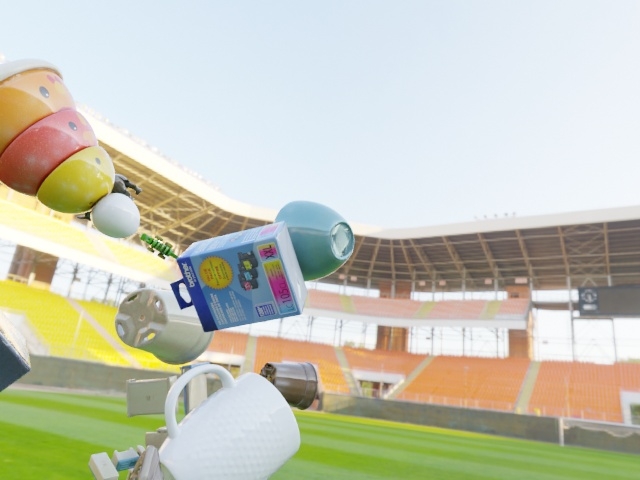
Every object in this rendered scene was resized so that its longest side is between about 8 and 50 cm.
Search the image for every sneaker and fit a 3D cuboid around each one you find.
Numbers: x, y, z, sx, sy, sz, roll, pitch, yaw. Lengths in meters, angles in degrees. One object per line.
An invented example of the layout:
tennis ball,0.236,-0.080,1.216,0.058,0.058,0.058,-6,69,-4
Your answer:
sneaker,-0.265,0.417,0.722,0.071,0.188,0.066,28,-61,-24

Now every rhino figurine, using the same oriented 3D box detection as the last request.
rhino figurine,-0.720,-0.136,1.547,0.243,0.073,0.106,-28,-55,16

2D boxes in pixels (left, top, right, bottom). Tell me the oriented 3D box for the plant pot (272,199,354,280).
plant pot,0.000,0.000,1.597,0.195,0.291,0.290,-1,-19,42

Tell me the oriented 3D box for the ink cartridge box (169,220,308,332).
ink cartridge box,-0.268,0.124,1.474,0.395,0.270,0.151,-12,18,14

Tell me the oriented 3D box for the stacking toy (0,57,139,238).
stacking toy,-0.667,-0.191,1.229,0.480,0.351,0.350,45,-29,-11

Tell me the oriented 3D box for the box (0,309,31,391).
box,-1.133,0.248,1.354,0.479,0.297,0.472,1,-57,56

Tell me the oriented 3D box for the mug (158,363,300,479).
mug,-0.282,0.521,1.267,0.328,0.374,0.276,-26,7,-42

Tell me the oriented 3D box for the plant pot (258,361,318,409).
plant pot,-0.122,0.502,1.645,0.165,0.167,0.167,20,-23,-32

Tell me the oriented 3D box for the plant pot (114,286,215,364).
plant pot,-0.634,0.322,1.861,0.333,0.334,0.305,2,-16,13

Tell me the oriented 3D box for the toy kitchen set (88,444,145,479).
toy kitchen set,-0.707,0.845,1.646,0.122,0.166,0.207,27,10,41

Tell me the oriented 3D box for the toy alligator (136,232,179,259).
toy alligator,-0.529,0.007,1.474,0.189,0.056,0.051,36,-14,-18

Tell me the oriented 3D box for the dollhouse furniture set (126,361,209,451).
dollhouse furniture set,-0.587,0.651,1.868,0.198,0.287,0.303,-9,-10,18
